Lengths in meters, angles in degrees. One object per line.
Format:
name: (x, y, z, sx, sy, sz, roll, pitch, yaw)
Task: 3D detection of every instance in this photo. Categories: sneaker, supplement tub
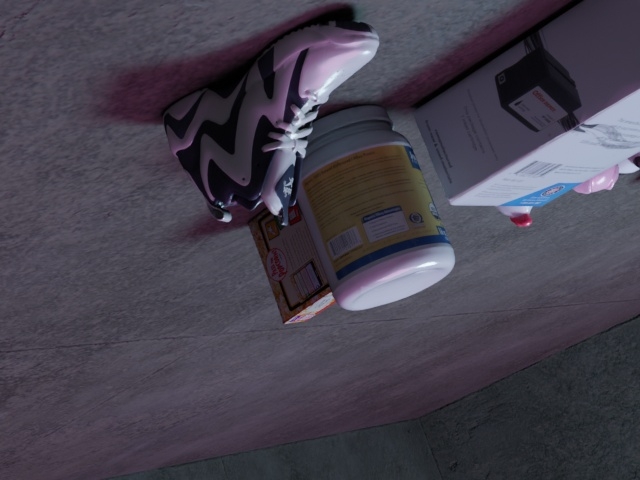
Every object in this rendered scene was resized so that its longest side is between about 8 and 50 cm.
sneaker: (-0.030, -0.098, 1.227, 0.235, 0.153, 0.094, -25, 166, 15)
supplement tub: (0.053, -0.036, 1.456, 0.144, 0.199, 0.144, -19, 165, -5)

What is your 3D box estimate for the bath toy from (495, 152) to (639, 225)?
bath toy: (0.367, -0.109, 1.752, 0.348, 0.129, 0.151, -14, 164, -20)

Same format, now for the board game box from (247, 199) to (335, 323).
board game box: (0.000, 0.000, 1.614, 0.045, 0.146, 0.193, -5, 159, -43)

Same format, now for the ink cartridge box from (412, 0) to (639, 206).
ink cartridge box: (0.298, -0.161, 1.478, 0.307, 0.129, 0.223, -31, 161, 34)
